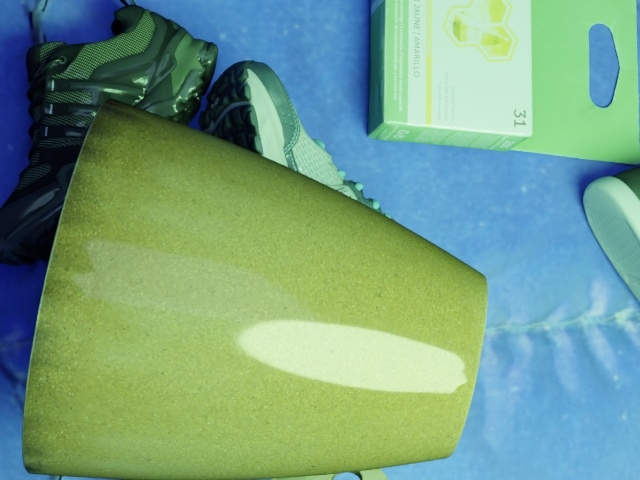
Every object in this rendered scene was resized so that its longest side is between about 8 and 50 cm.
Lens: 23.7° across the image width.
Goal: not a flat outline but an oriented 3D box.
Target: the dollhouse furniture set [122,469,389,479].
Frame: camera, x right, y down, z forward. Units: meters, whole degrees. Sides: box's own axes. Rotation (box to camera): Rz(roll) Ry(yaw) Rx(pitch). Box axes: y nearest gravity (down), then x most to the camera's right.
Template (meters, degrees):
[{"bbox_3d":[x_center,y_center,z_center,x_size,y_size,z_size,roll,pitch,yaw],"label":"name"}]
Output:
[{"bbox_3d":[-0.048,0.176,1.068,0.129,0.129,0.183,-34,60,-20],"label":"dollhouse furniture set"}]

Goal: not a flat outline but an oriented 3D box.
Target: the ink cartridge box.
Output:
[{"bbox_3d":[0.156,-0.155,1.211,0.235,0.056,0.171,4,77,-13],"label":"ink cartridge box"}]

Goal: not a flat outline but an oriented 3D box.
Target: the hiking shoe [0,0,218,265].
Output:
[{"bbox_3d":[-0.177,-0.081,1.093,0.114,0.086,0.227,37,65,8],"label":"hiking shoe"}]

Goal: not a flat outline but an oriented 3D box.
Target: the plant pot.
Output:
[{"bbox_3d":[-0.032,0.053,0.951,0.254,0.237,0.237,12,76,0],"label":"plant pot"}]

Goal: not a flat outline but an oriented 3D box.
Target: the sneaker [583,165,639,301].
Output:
[{"bbox_3d":[0.342,0.051,1.195,0.147,0.104,0.295,-28,84,-14],"label":"sneaker"}]

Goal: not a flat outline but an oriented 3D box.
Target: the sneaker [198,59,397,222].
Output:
[{"bbox_3d":[0.000,0.000,1.121,0.122,0.110,0.283,-20,92,-31],"label":"sneaker"}]
